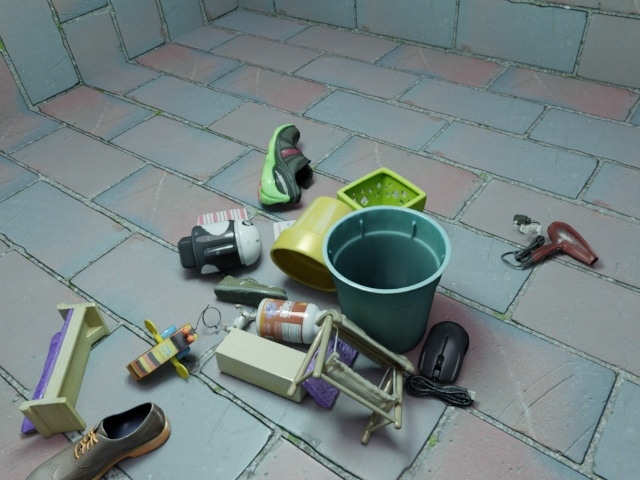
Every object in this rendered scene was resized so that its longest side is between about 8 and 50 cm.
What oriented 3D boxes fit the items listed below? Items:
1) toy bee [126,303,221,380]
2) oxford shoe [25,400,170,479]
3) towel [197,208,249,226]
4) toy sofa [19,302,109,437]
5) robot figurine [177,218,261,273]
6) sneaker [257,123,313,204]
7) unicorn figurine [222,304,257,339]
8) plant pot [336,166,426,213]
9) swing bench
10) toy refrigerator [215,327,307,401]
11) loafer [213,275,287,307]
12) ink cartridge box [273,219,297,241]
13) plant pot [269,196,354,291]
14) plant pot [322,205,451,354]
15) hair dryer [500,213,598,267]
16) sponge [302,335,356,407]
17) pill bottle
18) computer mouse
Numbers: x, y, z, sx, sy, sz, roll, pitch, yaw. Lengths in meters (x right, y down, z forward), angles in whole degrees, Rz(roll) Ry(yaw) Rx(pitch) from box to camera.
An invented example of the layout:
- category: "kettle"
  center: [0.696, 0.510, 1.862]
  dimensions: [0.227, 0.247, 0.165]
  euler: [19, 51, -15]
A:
- category: "toy bee"
  center: [-0.424, 0.285, 1.542]
  dimensions: [0.195, 0.162, 0.298]
  euler: [35, 72, -10]
- category: "oxford shoe"
  center: [-0.570, 0.515, 1.348]
  dimensions: [0.364, 0.132, 0.130]
  euler: [-27, 47, -21]
- category: "towel"
  center: [-0.368, -0.060, 2.042]
  dimensions: [0.197, 0.029, 0.144]
  euler: [-10, 42, -8]
- category: "toy sofa"
  center: [-0.743, 0.358, 1.529]
  dimensions: [0.177, 0.150, 0.362]
  euler: [-5, 42, -1]
- category: "robot figurine"
  center: [-0.342, 0.017, 1.841]
  dimensions: [0.278, 0.173, 0.209]
  euler: [-10, 50, -4]
- category: "sneaker"
  center: [-0.131, -0.301, 2.202]
  dimensions: [0.202, 0.185, 0.482]
  euler: [13, 46, -6]
- category: "unicorn figurine"
  center: [-0.241, 0.247, 1.644]
  dimensions: [0.162, 0.111, 0.060]
  euler: [-41, 62, -15]
- category: "plant pot"
  center: [0.211, -0.088, 1.873]
  dimensions: [0.228, 0.207, 0.227]
  euler: [-28, 47, -23]
- category: "swing bench"
  center: [0.090, 0.331, 1.374]
  dimensions: [0.253, 0.165, 0.254]
  euler: [34, 46, -10]
- category: "toy refrigerator"
  center: [-0.154, 0.352, 1.517]
  dimensions: [0.270, 0.094, 0.102]
  euler: [15, 40, 20]
- category: "loafer"
  center: [-0.221, 0.155, 1.736]
  dimensions: [0.251, 0.094, 0.087]
  euler: [8, 48, 15]
- category: "ink cartridge box"
  center: [-0.067, -0.003, 1.904]
  dimensions: [0.191, 0.082, 0.139]
  euler: [-7, 43, -5]
- category: "plant pot"
  center: [0.000, 0.000, 1.724]
  dimensions: [0.254, 0.254, 0.239]
  euler: [16, 63, 22]
- category: "plant pot"
  center: [0.185, 0.133, 1.539]
  dimensions: [0.342, 0.334, 0.341]
  euler: [-3, 43, 3]
- category: "hair dryer"
  center: [0.775, 0.029, 1.805]
  dimensions: [0.294, 0.080, 0.223]
  euler: [10, 60, 24]
- category: "sponge"
  center: [0.027, 0.343, 1.488]
  dimensions: [0.031, 0.117, 0.210]
  euler: [-16, 30, 40]
- category: "pill bottle"
  center: [-0.074, 0.243, 1.603]
  dimensions: [0.216, 0.121, 0.121]
  euler: [5, 43, 11]
- category: "computer mouse"
  center: [0.353, 0.322, 1.507]
  dimensions: [0.189, 0.072, 0.272]
  euler: [10, 44, 17]
